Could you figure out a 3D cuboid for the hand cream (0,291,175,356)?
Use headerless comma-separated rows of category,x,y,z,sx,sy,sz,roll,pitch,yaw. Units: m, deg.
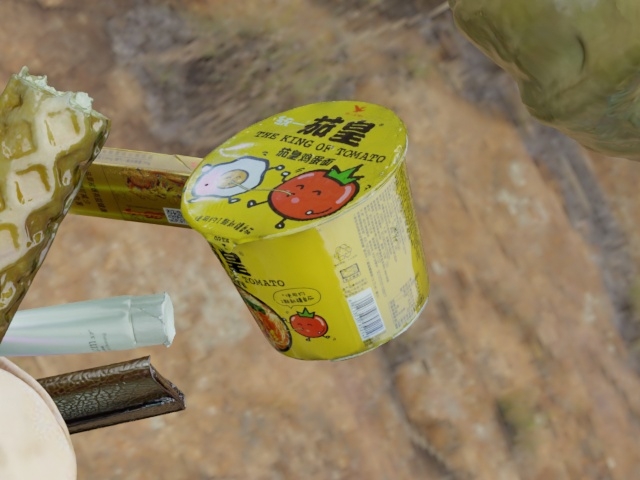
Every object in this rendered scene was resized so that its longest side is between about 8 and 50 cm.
hand cream,-0.237,0.081,1.539,0.078,0.205,0.050,70,14,-67

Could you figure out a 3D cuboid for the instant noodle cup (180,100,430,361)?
instant noodle cup,0.000,0.000,1.300,0.182,0.182,0.144,-61,140,-47

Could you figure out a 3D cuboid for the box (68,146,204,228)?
box,-0.158,-0.046,1.465,0.089,0.156,0.022,71,30,-54

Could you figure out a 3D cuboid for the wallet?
wallet,-0.299,0.202,2.052,0.133,0.243,0.039,63,19,-58

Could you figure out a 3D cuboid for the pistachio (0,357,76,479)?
pistachio,-0.402,0.216,1.796,0.309,0.230,0.230,36,36,14

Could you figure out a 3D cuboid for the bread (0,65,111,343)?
bread,-0.257,-0.001,1.313,0.087,0.098,0.269,25,95,-45

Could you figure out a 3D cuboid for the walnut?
walnut,0.232,-0.198,1.132,0.253,0.277,0.282,-27,77,-48
